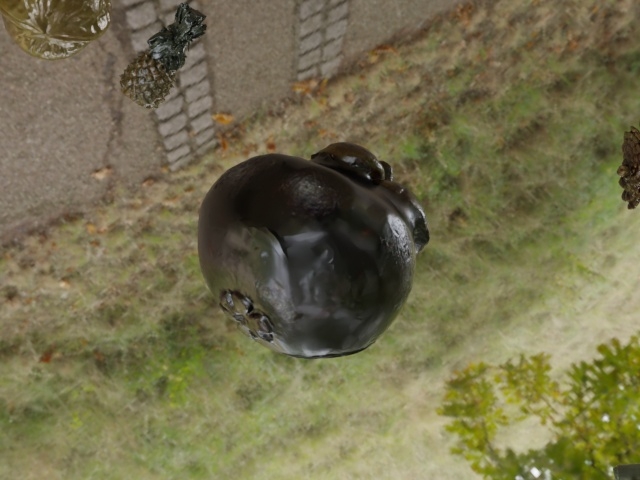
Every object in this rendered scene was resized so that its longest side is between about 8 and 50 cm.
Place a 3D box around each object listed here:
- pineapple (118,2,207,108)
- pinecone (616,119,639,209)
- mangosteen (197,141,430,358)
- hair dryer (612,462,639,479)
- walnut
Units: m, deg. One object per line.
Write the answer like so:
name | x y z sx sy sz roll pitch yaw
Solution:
pineapple | -0.218 -0.263 0.993 0.159 0.074 0.074 -48 169 23
pinecone | 0.683 -0.142 1.342 0.185 0.213 0.168 74 32 -57
mangosteen | -0.001 0.005 0.837 0.288 0.233 0.287 -9 -172 1
hair dryer | 0.595 0.455 1.274 0.106 0.053 0.154 -13 -175 22
walnut | -0.528 -0.468 1.390 0.228 0.228 0.228 -41 171 -8
